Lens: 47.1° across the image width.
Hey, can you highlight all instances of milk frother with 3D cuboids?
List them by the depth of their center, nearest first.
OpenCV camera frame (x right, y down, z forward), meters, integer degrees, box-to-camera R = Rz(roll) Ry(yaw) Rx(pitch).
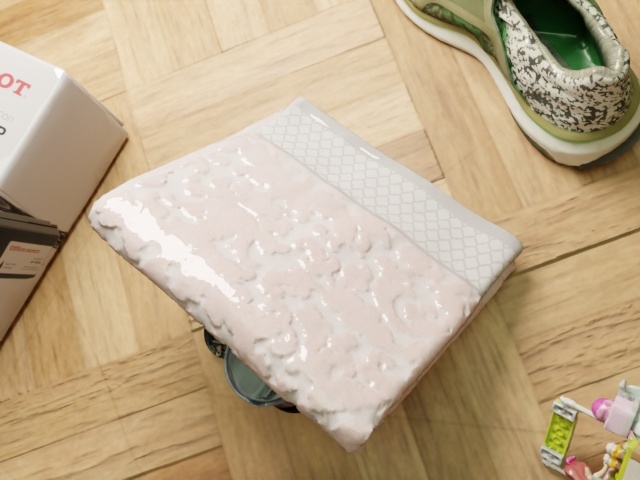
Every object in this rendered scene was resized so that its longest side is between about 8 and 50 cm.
[{"bbox_3d":[-0.069,0.112,0.757,0.143,0.135,0.129,-6,72,9],"label":"milk frother"}]

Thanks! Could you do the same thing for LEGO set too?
[{"bbox_3d":[0.228,0.253,0.678,0.107,0.132,0.287,26,104,33],"label":"LEGO set"}]

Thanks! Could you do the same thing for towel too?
[{"bbox_3d":[0.000,0.000,0.732,0.332,0.053,0.317,37,49,18],"label":"towel"}]

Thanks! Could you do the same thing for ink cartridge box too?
[{"bbox_3d":[-0.464,-0.052,0.863,0.285,0.166,0.395,26,80,16],"label":"ink cartridge box"}]

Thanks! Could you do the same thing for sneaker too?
[{"bbox_3d":[0.204,-0.273,0.790,0.158,0.182,0.410,-39,71,-1],"label":"sneaker"}]
